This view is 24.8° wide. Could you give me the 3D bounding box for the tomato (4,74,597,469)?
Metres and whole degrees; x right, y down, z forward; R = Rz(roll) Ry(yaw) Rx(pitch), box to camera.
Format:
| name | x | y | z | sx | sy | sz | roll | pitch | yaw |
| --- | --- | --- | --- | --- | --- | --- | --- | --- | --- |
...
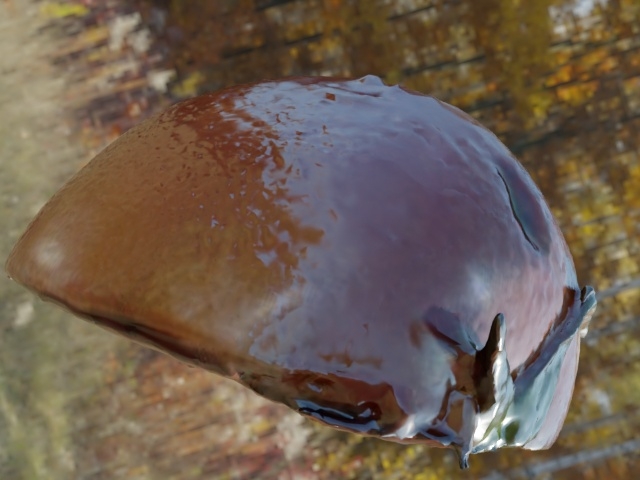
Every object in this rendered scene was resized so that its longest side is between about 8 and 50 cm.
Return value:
| name | x | y | z | sx | sy | sz | roll | pitch | yaw |
| --- | --- | --- | --- | --- | --- | --- | --- | --- | --- |
| tomato | 0.005 | -0.004 | 0.761 | 0.309 | 0.309 | 0.170 | 175 | -64 | -85 |
